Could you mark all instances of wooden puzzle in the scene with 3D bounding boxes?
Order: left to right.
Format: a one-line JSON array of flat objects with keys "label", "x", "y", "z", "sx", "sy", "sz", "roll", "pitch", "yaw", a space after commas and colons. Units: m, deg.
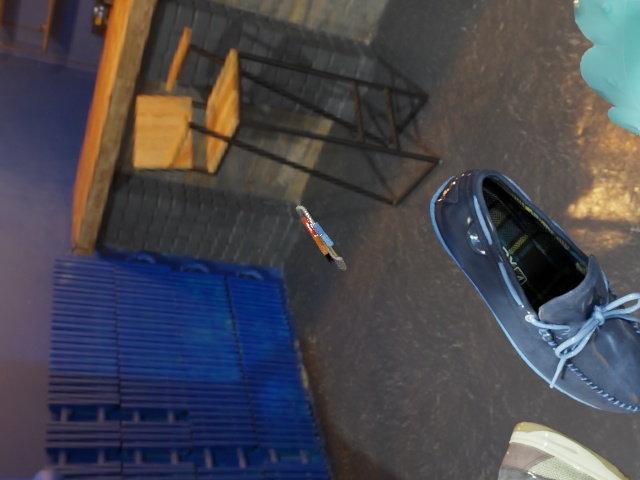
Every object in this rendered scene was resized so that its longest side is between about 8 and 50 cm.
[{"label": "wooden puzzle", "x": 0.000, "y": 0.000, "z": 0.787, "sx": 0.079, "sy": 0.014, "sz": 0.116, "roll": 53, "pitch": 178, "yaw": 20}]

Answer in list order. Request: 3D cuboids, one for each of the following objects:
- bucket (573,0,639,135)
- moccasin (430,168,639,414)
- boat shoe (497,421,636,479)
[{"label": "bucket", "x": 0.345, "y": -0.171, "z": 0.523, "sx": 0.183, "sy": 0.281, "sz": 0.281, "roll": 44, "pitch": 122, "yaw": 54}, {"label": "moccasin", "x": 0.255, "y": 0.065, "z": 0.829, "sx": 0.138, "sy": 0.342, "sz": 0.117, "roll": -48, "pitch": 1, "yaw": -18}, {"label": "boat shoe", "x": 0.249, "y": 0.237, "z": 0.619, "sx": 0.073, "sy": 0.223, "sz": 0.080, "roll": -55, "pitch": -12, "yaw": -18}]
